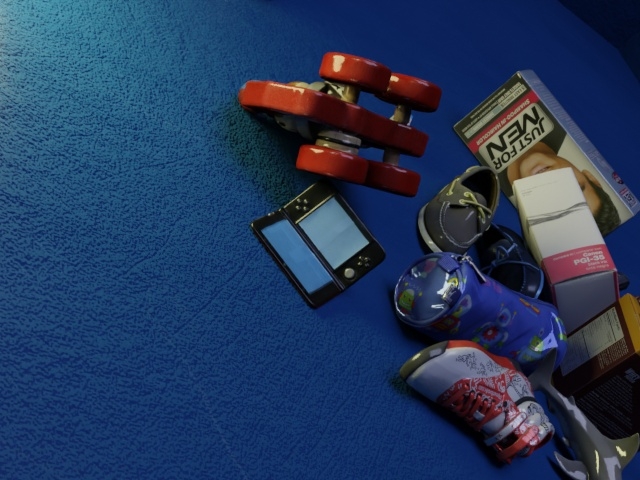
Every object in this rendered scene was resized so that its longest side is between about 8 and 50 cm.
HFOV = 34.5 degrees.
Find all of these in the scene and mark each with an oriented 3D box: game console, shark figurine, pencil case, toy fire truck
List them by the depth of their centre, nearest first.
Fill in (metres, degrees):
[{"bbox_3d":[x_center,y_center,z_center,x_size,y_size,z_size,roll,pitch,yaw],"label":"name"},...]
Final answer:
[{"bbox_3d":[0.000,0.000,1.377,0.144,0.124,0.085,53,1,6],"label":"game console"},{"bbox_3d":[0.013,-0.177,1.515,0.254,0.169,0.302,16,3,41],"label":"toy fire truck"},{"bbox_3d":[0.248,0.112,1.544,0.306,0.133,0.119,27,22,-38],"label":"pencil case"},{"bbox_3d":[0.415,0.297,1.560,0.166,0.116,0.278,4,58,-57],"label":"shark figurine"}]

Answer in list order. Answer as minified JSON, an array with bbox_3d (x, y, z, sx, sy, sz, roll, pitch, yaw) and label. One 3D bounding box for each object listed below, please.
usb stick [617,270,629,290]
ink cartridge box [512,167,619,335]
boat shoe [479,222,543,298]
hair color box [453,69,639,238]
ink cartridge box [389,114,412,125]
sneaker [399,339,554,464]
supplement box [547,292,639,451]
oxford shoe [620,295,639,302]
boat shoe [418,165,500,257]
[{"bbox_3d":[0.561,0.091,2.101,0.077,0.045,0.278,14,10,30],"label":"usb stick"},{"bbox_3d":[0.443,0.036,1.851,0.283,0.117,0.207,-97,170,-47],"label":"ink cartridge box"},{"bbox_3d":[0.310,0.047,1.777,0.089,0.109,0.258,34,14,-14],"label":"boat shoe"},{"bbox_3d":[0.473,-0.153,2.149,0.374,0.185,0.113,53,27,7],"label":"hair color box"},{"bbox_3d":[0.137,-0.206,1.871,0.028,0.048,0.083,44,27,-10],"label":"ink cartridge box"},{"bbox_3d":[0.226,0.225,1.409,0.270,0.090,0.145,18,38,-49],"label":"sneaker"},{"bbox_3d":[0.503,0.228,1.699,0.191,0.194,0.129,36,30,-23],"label":"supplement box"},{"bbox_3d":[0.621,0.138,2.120,0.212,0.076,0.076,4,53,-52],"label":"oxford shoe"},{"bbox_3d":[0.249,-0.053,1.796,0.109,0.091,0.305,47,27,-5],"label":"boat shoe"}]
